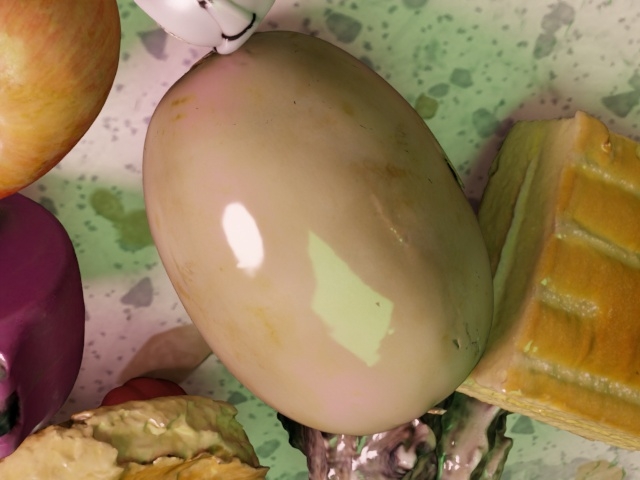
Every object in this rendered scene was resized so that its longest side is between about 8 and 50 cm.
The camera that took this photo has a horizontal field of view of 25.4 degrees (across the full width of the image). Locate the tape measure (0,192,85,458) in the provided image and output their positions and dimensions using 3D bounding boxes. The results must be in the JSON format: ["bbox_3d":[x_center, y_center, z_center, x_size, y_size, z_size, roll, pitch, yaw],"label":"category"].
[{"bbox_3d":[-0.287,0.058,1.007,0.231,0.245,0.149,3,125,2],"label":"tape measure"}]

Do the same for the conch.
[{"bbox_3d":[0.089,0.164,1.249,0.240,0.186,0.313,-27,114,-30],"label":"conch"}]

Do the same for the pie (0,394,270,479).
[{"bbox_3d":[-0.185,0.254,1.141,0.339,0.083,0.339,-24,144,-19],"label":"pie"}]

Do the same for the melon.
[{"bbox_3d":[0.000,0.000,1.045,0.223,0.223,0.317,-32,103,8],"label":"melon"}]

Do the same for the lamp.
[{"bbox_3d":[-0.150,0.170,1.225,0.107,0.092,0.108,-8,101,-43],"label":"lamp"}]

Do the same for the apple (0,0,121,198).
[{"bbox_3d":[-0.235,-0.130,0.935,0.209,0.164,0.209,-7,133,-7],"label":"apple"}]

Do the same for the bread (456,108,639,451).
[{"bbox_3d":[0.239,0.041,1.172,0.246,0.111,0.239,23,79,-32],"label":"bread"}]

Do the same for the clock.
[{"bbox_3d":[-0.098,-0.193,0.918,0.117,0.176,0.080,29,109,-32],"label":"clock"}]
